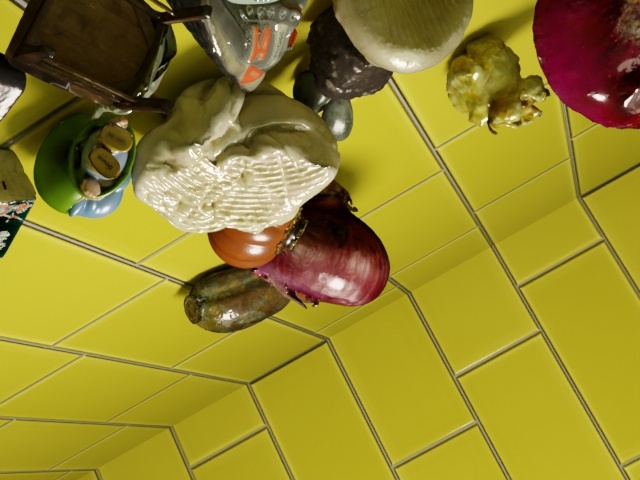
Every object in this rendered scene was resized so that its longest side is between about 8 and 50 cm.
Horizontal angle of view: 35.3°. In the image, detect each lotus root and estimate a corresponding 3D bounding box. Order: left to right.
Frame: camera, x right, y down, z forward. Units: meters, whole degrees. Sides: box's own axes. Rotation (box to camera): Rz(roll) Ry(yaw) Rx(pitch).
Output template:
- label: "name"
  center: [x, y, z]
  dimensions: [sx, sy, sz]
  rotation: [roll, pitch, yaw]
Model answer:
- label: "lotus root"
  center: [-0.194, 0.139, 2.435]
  dimensions: [0.275, 0.152, 0.160]
  rotation: [-16, 168, -28]

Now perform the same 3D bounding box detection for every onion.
- label: "onion"
  center: [0.000, 0.000, 2.167]
  dimensions: [0.347, 0.347, 0.285]
  rotation: [10, 96, -62]
- label: "onion"
  center: [0.544, -0.379, 1.804]
  dimensions: [0.398, 0.398, 0.420]
  rotation: [-23, -177, -13]

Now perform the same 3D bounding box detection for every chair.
- label: "chair"
  center: [-0.272, -0.246, 1.227]
  dimensions: [0.186, 0.160, 0.319]
  rotation: [25, 175, -28]

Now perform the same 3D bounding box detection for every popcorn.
- label: "popcorn"
  center: [0.331, -0.286, 1.940]
  dimensions: [0.173, 0.195, 0.168]
  rotation: [-18, 152, -40]

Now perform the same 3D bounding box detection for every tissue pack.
- label: "tissue pack"
  center: [-0.509, -0.052, 1.539]
  dimensions: [0.090, 0.103, 0.170]
  rotation: [-10, 155, -43]

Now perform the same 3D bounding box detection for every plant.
- label: "plant"
  center: [0.036, -0.280, 1.635]
  dimensions: [0.149, 0.146, 0.274]
  rotation: [-7, 159, -21]

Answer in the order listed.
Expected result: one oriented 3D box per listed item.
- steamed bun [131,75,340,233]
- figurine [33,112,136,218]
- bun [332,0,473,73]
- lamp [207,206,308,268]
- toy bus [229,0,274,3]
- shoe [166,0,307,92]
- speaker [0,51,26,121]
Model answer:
- label: "steamed bun"
  center: [-0.143, -0.149, 1.639]
  dimensions: [0.320, 0.206, 0.275]
  rotation: [11, 136, -20]
- label: "figurine"
  center: [-0.338, -0.115, 1.476]
  dimensions: [0.143, 0.162, 0.263]
  rotation: [21, 167, -21]
- label: "bun"
  center: [0.110, -0.346, 1.456]
  dimensions: [0.231, 0.231, 0.133]
  rotation: [-19, 177, -25]
- label: "lamp"
  center: [-0.125, -0.052, 1.936]
  dimensions: [0.223, 0.196, 0.223]
  rotation: [-63, 179, -3]
- label: "toy bus"
  center: [-0.052, -0.398, 1.140]
  dimensions: [0.133, 0.165, 0.276]
  rotation: [-12, 156, -36]
- label: "shoe"
  center: [-0.092, -0.313, 1.361]
  dimensions: [0.171, 0.132, 0.336]
  rotation: [-38, 171, 3]
- label: "speaker"
  center: [-0.565, -0.129, 1.236]
  dimensions: [0.388, 0.184, 0.180]
  rotation: [-45, 158, 18]
